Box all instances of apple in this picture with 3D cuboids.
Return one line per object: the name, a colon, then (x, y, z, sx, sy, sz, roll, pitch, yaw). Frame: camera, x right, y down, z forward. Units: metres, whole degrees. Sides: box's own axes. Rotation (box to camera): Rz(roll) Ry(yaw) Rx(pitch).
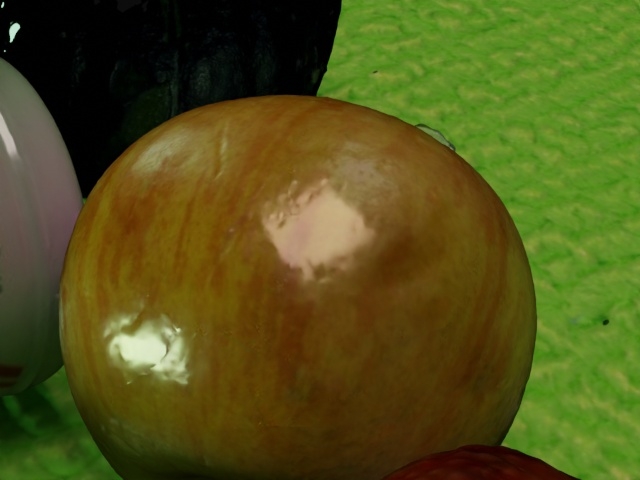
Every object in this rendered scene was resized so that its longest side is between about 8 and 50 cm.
apple: (-0.013, 0.053, 0.782, 0.286, 0.286, 0.233, 13, 61, 10)

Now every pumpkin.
pumpkin: (-0.159, -0.195, 1.093, 0.363, 0.266, 0.363, 5, 35, -4)

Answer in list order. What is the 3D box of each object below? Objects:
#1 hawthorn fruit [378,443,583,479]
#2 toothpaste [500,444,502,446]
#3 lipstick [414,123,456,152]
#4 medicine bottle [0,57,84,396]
hawthorn fruit: (0.094, 0.255, 0.587, 0.287, 0.287, 0.330, -26, 55, -32)
toothpaste: (0.077, 0.085, 0.948, 0.099, 0.068, 0.282, -13, 41, 22)
lipstick: (0.000, 0.000, 1.024, 0.076, 0.076, 0.304, 31, 47, 28)
medicine bottle: (-0.324, 0.013, 0.819, 0.302, 0.241, 0.241, -16, 43, -35)
